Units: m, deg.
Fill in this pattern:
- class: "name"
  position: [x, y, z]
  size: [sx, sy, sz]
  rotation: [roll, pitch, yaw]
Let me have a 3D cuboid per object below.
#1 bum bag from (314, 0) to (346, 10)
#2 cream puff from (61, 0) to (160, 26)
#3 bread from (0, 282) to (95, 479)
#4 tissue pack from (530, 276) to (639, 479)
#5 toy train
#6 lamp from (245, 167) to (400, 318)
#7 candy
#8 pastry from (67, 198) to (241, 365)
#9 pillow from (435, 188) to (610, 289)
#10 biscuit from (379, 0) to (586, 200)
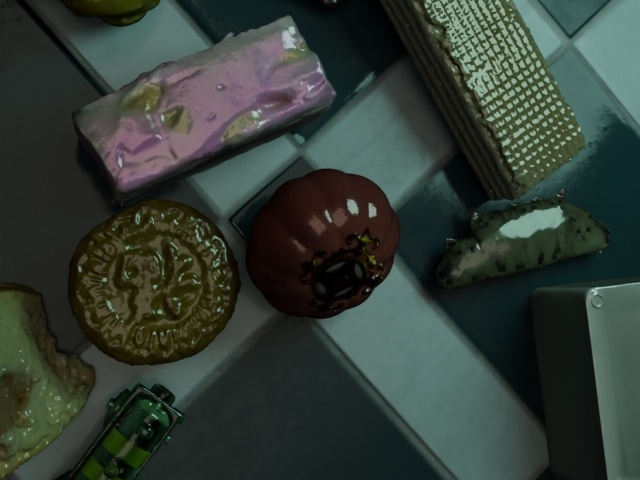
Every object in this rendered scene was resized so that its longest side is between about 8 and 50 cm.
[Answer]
- class: "bum bag"
  position: [-0.056, -0.375, 1.086]
  size: [0.248, 0.060, 0.123]
  rotation: [26, 80, -12]
- class: "cream puff"
  position: [-0.260, -0.342, 0.982]
  size: [0.194, 0.194, 0.221]
  rotation: [-2, 82, -13]
- class: "bread"
  position: [-0.393, 0.163, 0.951]
  size: [0.211, 0.224, 0.184]
  rotation: [-24, 100, 21]
- class: "tissue pack"
  position: [0.368, 0.171, 1.110]
  size: [0.159, 0.136, 0.246]
  rotation: [-5, 88, -13]
- class: "toy train"
  position: [-0.222, 0.243, 0.968]
  size: [0.083, 0.132, 0.200]
  rotation: [36, 81, -10]
- class: "lamp"
  position: [0.000, 0.000, 1.030]
  size: [0.182, 0.140, 0.182]
  rotation: [-17, 134, -18]
- class: "candy"
  position: [-0.131, -0.140, 1.003]
  size: [0.265, 0.155, 0.116]
  rotation: [-26, 95, -13]
- class: "pastry"
  position: [-0.180, 0.047, 1.005]
  size: [0.188, 0.103, 0.189]
  rotation: [1, 86, -14]
- class: "pillow"
  position: [0.249, -0.007, 1.137]
  size: [0.241, 0.051, 0.093]
  rotation: [-13, 94, -13]
- class: "biscuit"
  position: [0.169, -0.260, 1.097]
  size: [0.144, 0.078, 0.426]
  rotation: [-36, 102, -20]
